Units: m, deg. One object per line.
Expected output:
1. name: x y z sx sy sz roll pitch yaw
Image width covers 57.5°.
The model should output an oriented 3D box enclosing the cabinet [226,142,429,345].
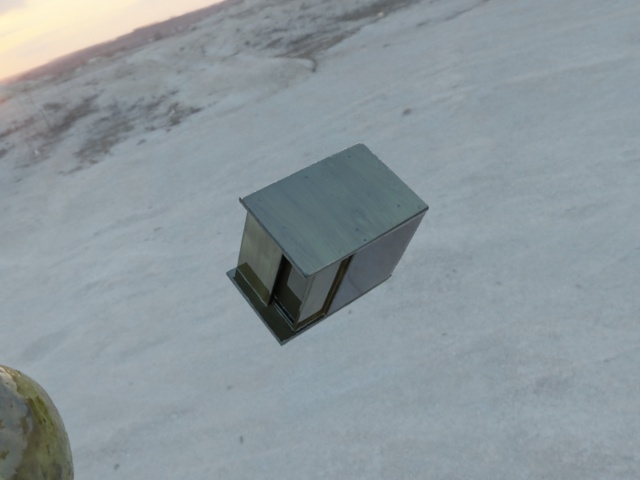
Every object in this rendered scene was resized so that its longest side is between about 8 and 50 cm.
1. cabinet: 0.000 0.000 0.801 0.215 0.175 0.148 -29 65 -31

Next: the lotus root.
1. lotus root: -0.291 0.199 0.520 0.138 0.214 0.138 -36 -1 -1
